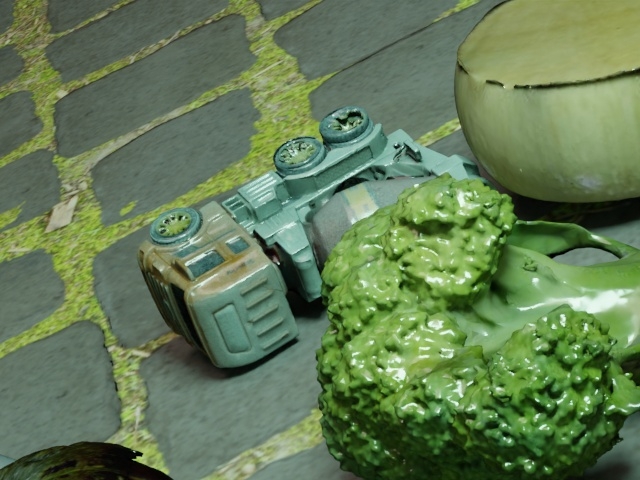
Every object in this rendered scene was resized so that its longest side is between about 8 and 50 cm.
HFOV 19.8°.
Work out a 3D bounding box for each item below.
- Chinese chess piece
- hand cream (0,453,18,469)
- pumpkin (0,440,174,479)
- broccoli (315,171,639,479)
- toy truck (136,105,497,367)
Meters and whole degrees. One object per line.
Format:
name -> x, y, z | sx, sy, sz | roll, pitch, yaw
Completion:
Chinese chess piece -> 0.229, -0.126, 1.388 | 0.257, 0.104, 0.257 | -14, 24, 6
hand cream -> -0.246, 0.185, 1.361 | 0.079, 0.048, 0.255 | -44, 32, -23
pumpkin -> -0.169, 0.216, 1.080 | 0.238, 0.159, 0.238 | -25, 28, 14
broccoli -> 0.124, 0.040, 1.104 | 0.302, 0.186, 0.254 | -19, 15, 32
toy truck -> 0.000, 0.000, 1.413 | 0.257, 0.108, 0.140 | -30, 38, -14
